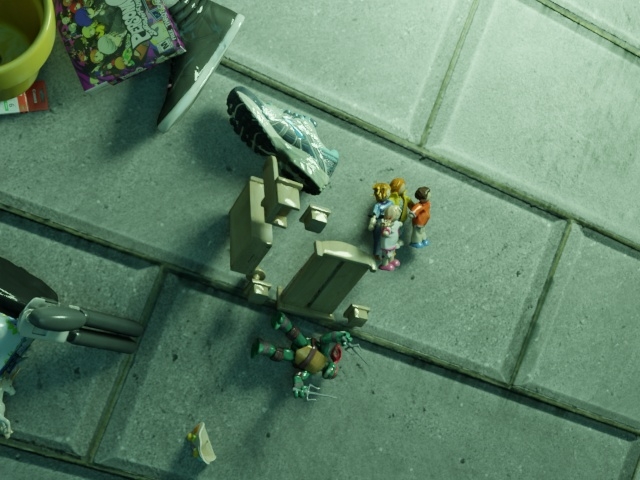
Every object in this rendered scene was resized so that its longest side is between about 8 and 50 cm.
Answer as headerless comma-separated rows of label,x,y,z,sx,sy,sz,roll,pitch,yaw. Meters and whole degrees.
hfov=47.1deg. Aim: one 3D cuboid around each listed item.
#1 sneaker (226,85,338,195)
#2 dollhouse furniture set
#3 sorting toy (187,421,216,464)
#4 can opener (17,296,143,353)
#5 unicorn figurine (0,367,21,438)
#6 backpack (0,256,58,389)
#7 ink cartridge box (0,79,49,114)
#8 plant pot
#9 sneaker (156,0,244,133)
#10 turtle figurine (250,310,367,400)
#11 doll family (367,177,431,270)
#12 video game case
sneaker,-0.077,-0.228,1.557,0.283,0.110,0.122,45,64,-17
dollhouse furniture set,0.000,0.000,1.537,0.355,0.174,0.303,16,134,-24
sorting toy,-0.251,0.440,1.557,0.045,0.075,0.083,-20,99,-14
can opener,-0.441,0.173,1.397,0.283,0.095,0.076,26,86,-53
unicorn figurine,-0.648,0.339,1.440,0.162,0.060,0.111,-23,101,-14
backpack,-0.698,0.198,1.335,0.290,0.273,0.355,39,97,-27
ink cartridge box,-0.592,-0.278,1.424,0.115,0.029,0.063,-9,96,-15
plant pot,-0.593,-0.360,1.292,0.254,0.239,0.254,3,79,-14
sneaker,-0.286,-0.365,1.475,0.147,0.104,0.296,31,81,-13
turtle figurine,-0.026,0.256,1.587,0.234,0.118,0.175,33,78,-19
doll family,0.150,-0.050,1.588,0.263,0.118,0.163,-30,125,-56
video game case,-0.400,-0.427,1.412,0.210,0.042,0.232,-23,89,4
